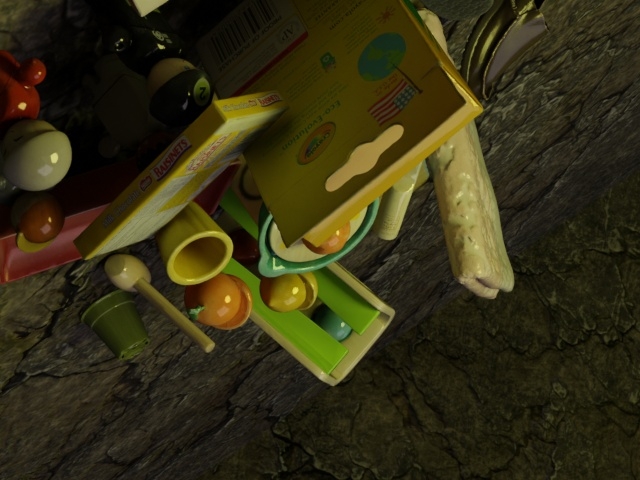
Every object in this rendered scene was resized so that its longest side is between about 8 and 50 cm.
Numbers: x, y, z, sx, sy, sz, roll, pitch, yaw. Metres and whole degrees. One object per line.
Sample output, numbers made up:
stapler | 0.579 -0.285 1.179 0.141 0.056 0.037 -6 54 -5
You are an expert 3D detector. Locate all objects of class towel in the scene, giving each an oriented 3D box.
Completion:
towel | 0.180 -0.096 1.642 0.053 0.332 0.317 -14 169 12

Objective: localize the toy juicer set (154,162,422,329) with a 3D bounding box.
toy juicer set | 0.000 0.000 1.317 0.329 0.089 0.209 -25 141 -14

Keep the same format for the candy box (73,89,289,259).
candy box | -0.124 -0.058 1.136 0.206 0.027 0.105 -40 169 30

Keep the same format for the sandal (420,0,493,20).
sandal | 0.082 -0.301 1.195 0.097 0.054 0.254 -6 148 29

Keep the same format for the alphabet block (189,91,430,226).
alphabet block | -0.011 -0.106 1.461 0.197 0.192 0.193 -34 163 1

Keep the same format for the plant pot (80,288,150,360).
plant pot | -0.277 0.121 1.783 0.083 0.079 0.083 -33 164 -11

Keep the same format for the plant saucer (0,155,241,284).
plant saucer | -0.226 -0.033 1.352 0.258 0.047 0.259 -19 174 -14

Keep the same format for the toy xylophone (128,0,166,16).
toy xylophone | -0.104 -0.283 0.941 0.236 0.081 0.322 -32 164 -11

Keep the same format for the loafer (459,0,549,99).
loafer | 0.237 -0.263 1.559 0.220 0.078 0.080 -66 166 7

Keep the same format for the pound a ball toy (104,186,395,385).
pound a ball toy | -0.091 0.067 1.657 0.208 0.319 0.136 -51 164 0

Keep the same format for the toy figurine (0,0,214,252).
toy figurine | -0.209 -0.104 1.130 0.213 0.148 0.209 -29 163 -23

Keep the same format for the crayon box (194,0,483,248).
crayon box | 0.014 -0.137 1.186 0.202 0.318 0.081 -39 134 14
